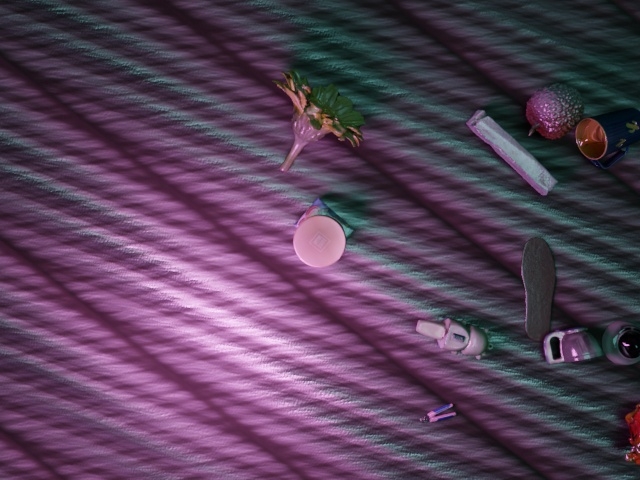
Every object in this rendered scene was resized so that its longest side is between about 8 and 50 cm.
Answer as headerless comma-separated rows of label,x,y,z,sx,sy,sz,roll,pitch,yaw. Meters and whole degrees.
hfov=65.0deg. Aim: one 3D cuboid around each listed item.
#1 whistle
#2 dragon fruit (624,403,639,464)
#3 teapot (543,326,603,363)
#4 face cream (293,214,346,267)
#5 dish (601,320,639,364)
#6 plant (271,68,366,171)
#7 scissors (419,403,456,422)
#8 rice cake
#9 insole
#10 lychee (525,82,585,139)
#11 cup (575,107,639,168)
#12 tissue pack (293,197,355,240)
whistle,0.408,0.289,1.521,0.245,0.092,0.110,15,89,-3
dragon fruit,0.987,0.584,1.509,0.150,0.133,0.207,40,84,-4
teapot,0.772,0.321,1.540,0.111,0.149,0.108,5,67,-43
face cream,0.000,0.000,1.447,0.149,0.104,0.149,0,94,3
dish,0.956,0.320,1.545,0.141,0.078,0.141,0,88,-2
plant,0.000,-0.356,1.508,0.261,0.297,0.306,-18,44,-25
scissors,0.361,0.539,1.549,0.113,0.012,0.039,-19,88,-2
rice cake,0.595,-0.274,1.560,0.336,0.063,0.066,44,92,-1
insole,0.685,0.153,1.577,0.111,0.007,0.327,1,88,-1
lychee,0.698,-0.387,1.520,0.197,0.165,0.165,-32,89,2
cup,0.900,-0.316,1.552,0.155,0.131,0.176,-20,118,-6
tissue pack,0.012,-0.036,1.531,0.155,0.065,0.115,42,88,-1
